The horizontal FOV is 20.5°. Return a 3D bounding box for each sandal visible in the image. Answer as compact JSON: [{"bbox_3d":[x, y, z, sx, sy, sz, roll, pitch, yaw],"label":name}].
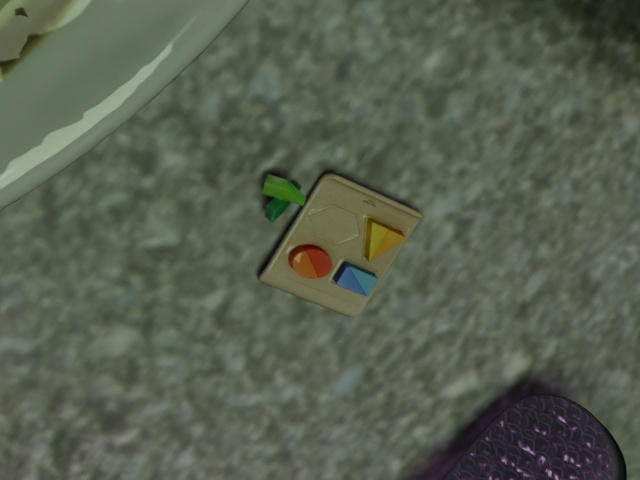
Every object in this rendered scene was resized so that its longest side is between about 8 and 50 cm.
[{"bbox_3d":[0.050,0.182,0.878,0.254,0.097,0.054,-38,154,5],"label":"sandal"}]

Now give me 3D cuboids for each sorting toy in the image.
[{"bbox_3d":[0.000,0.000,0.782,0.083,0.012,0.062,23,110,-33],"label":"sorting toy"}]

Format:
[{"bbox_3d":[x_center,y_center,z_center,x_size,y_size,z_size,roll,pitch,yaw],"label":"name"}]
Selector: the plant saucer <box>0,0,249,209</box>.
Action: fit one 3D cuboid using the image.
[{"bbox_3d":[-0.158,-0.129,0.519,0.400,0.100,0.400,-31,158,-14],"label":"plant saucer"}]
